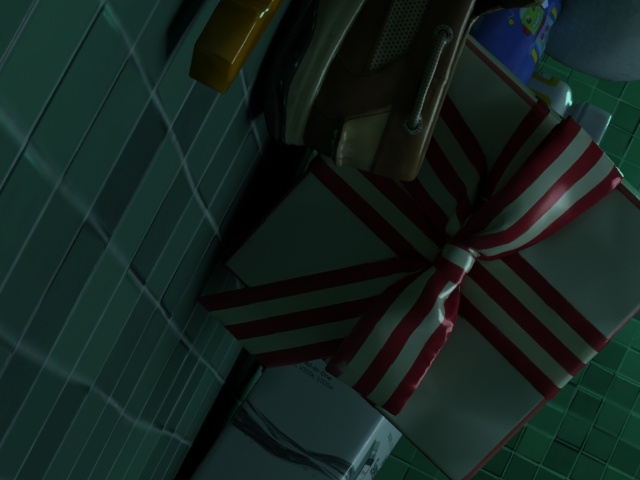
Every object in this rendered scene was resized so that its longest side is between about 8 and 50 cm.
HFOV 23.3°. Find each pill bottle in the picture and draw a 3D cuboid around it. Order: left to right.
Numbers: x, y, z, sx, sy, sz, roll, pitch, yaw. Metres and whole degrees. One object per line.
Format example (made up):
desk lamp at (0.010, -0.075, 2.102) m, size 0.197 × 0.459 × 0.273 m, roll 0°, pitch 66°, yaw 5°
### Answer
pill bottle at (0.190, -0.132, 1.626) m, size 0.119 × 0.208 × 0.119 m, roll -62°, pitch 173°, yaw -13°

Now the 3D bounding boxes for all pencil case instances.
pencil case at (0.114, -0.123, 1.455) m, size 0.133 × 0.119 × 0.306 m, roll 8°, pitch -114°, yaw 51°

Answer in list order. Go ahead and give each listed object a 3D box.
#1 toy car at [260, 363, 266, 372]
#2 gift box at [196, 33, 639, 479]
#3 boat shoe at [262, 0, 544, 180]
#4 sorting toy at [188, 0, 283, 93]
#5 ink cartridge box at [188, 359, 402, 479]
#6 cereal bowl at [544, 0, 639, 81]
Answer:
toy car at (-0.036, 0.109, 1.508) m, size 0.060 × 0.041 × 0.122 m, roll -64°, pitch 174°, yaw 0°
gift box at (0.078, -0.005, 1.098) m, size 0.255 × 0.276 × 0.258 m, roll -52°, pitch 180°, yaw 10°
boat shoe at (0.088, -0.181, 0.931) m, size 0.324 × 0.120 × 0.122 m, roll -60°, pitch 173°, yaw 0°
sorting toy at (0.020, -0.224, 0.684) m, size 0.307 × 0.041 × 0.229 m, roll -61°, pitch 177°, yaw -26°
ink cartridge box at (-0.032, 0.222, 1.440) m, size 0.289 × 0.121 × 0.211 m, roll -56°, pitch 168°, yaw -10°
cereal bowl at (0.284, -0.333, 1.527) m, size 0.339 × 0.141 × 0.339 m, roll -24°, pitch -119°, yaw 54°
